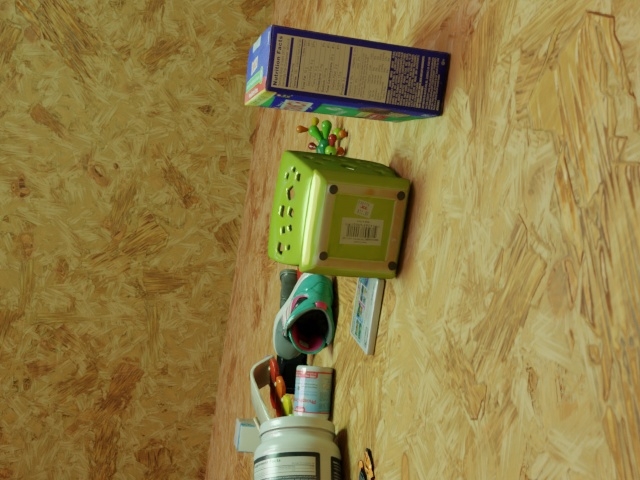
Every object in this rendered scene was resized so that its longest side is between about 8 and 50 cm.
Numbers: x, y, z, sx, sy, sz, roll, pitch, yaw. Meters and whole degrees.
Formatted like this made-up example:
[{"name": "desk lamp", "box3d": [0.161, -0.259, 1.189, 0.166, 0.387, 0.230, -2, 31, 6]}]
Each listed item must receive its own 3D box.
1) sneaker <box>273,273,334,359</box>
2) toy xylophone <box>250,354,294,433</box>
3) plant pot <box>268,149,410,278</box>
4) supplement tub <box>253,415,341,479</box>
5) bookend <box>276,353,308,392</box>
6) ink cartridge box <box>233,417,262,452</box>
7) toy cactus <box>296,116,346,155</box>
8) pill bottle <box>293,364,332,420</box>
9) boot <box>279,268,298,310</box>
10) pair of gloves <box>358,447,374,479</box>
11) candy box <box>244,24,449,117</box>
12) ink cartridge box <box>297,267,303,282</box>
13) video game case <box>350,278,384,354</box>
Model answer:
[{"name": "sneaker", "box3d": [-0.044, 0.230, 2.009, 0.178, 0.123, 0.295, -88, 18, -54]}, {"name": "toy xylophone", "box3d": [-0.106, 0.459, 2.056, 0.236, 0.081, 0.323, 99, 151, -53]}, {"name": "plant pot", "box3d": [0.043, -0.041, 1.562, 0.207, 0.228, 0.227, -146, 63, -67]}, {"name": "supplement tub", "box3d": [-0.049, 0.531, 1.729, 0.191, 0.191, 0.272, 118, 155, -58]}, {"name": "bookend", "box3d": [-0.071, 0.336, 2.194, 0.156, 0.072, 0.157, 140, 135, -71]}, {"name": "ink cartridge box", "box3d": [-0.237, 0.652, 2.723, 0.143, 0.092, 0.090, 179, 98, -77]}, {"name": "toy cactus", "box3d": [0.005, -0.222, 2.109, 0.219, 0.112, 0.180, -139, 46, -64]}, {"name": "pill bottle", "box3d": [-0.019, 0.376, 1.909, 0.087, 0.087, 0.160, 148, 127, -74]}, {"name": "boot", "box3d": [-0.091, 0.209, 2.343, 0.190, 0.076, 0.208, 90, -174, -58]}, {"name": "pair of gloves", "box3d": [0.087, 0.451, 1.583, 0.074, 0.010, 0.083, -97, 18, -46]}, {"name": "candy box", "box3d": [0.035, -0.293, 1.479, 0.268, 0.317, 0.122, -156, 73, -77]}, {"name": "ink cartridge box", "box3d": [0.000, 0.000, 2.032, 0.231, 0.078, 0.134, 112, 161, -49]}, {"name": "video game case", "box3d": [0.096, 0.140, 1.680, 0.143, 0.019, 0.157, -135, 52, -74]}]
